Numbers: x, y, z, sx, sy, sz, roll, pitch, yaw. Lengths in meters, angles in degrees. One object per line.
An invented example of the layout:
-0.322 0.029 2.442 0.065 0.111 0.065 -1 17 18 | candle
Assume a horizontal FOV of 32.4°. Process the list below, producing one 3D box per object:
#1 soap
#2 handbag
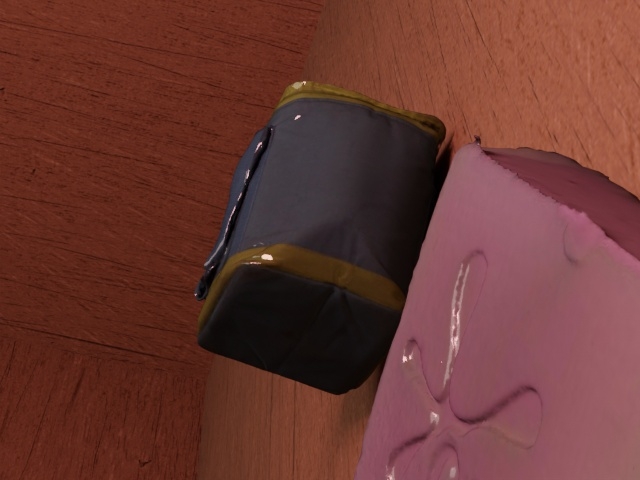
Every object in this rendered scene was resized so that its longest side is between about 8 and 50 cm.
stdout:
0.123 0.117 0.574 0.296 0.107 0.285 -128 52 -68 | soap
0.000 0.000 1.155 0.263 0.222 0.241 114 170 -56 | handbag
